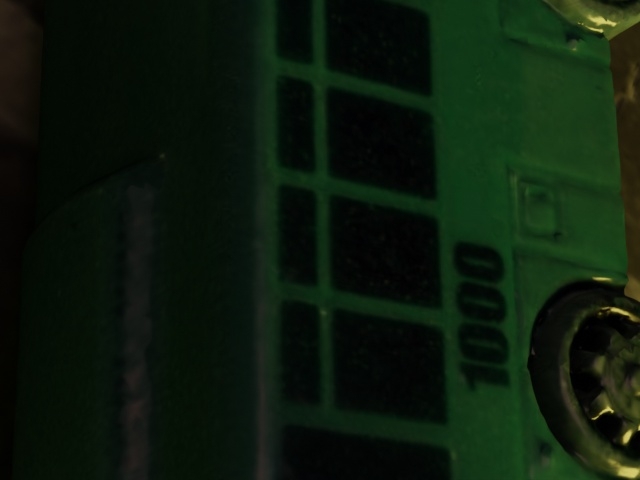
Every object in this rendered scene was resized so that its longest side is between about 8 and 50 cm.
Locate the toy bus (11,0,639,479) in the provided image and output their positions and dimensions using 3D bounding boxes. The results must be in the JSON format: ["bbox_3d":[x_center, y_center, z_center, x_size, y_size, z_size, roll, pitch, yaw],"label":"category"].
[{"bbox_3d":[0.000,0.000,0.491,0.147,0.128,0.256,13,64,-29],"label":"toy bus"}]
